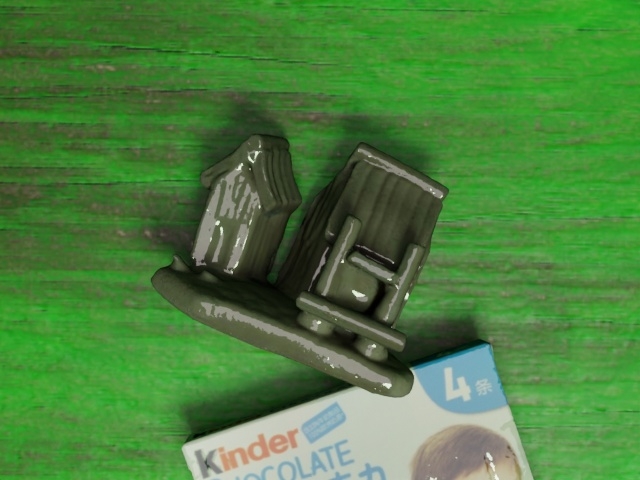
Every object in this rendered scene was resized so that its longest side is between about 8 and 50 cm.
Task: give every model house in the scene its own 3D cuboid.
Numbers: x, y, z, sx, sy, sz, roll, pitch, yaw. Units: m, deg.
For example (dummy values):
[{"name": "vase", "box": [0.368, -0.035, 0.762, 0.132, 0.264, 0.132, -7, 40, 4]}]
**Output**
[{"name": "model house", "box": [-0.002, 0.006, 0.913, 0.229, 0.122, 0.188, 23, 85, 5]}]

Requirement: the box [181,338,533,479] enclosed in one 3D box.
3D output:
[{"name": "box", "box": [0.053, 0.248, 0.928, 0.273, 0.048, 0.265, -19, 89, 0]}]
